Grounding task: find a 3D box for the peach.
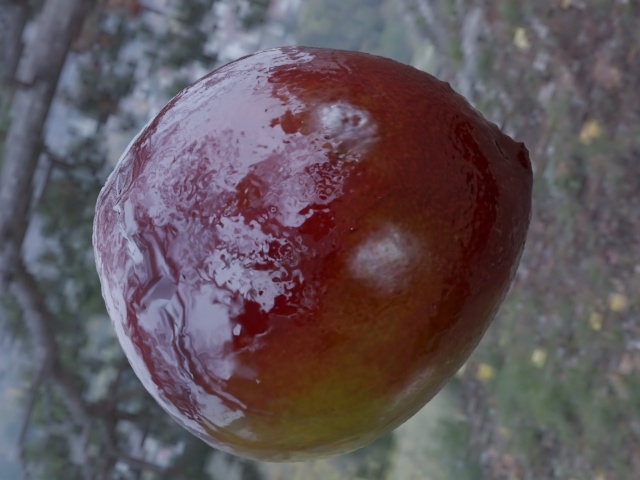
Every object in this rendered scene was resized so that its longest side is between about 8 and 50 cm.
[{"bbox_3d":[0.000,0.000,0.754,0.197,0.197,0.197,-162,90,-77],"label":"peach"}]
